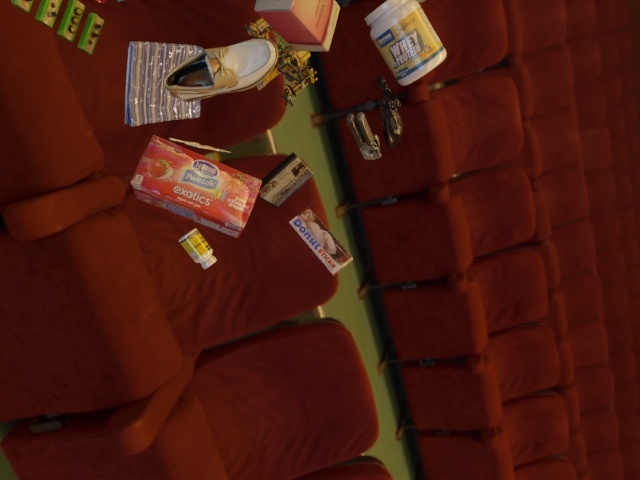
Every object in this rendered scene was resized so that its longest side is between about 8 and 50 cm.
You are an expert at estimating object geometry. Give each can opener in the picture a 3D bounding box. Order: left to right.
[{"bbox_3d":[0.178,-0.421,1.938,0.283,0.076,0.095,53,40,-55],"label":"can opener"}]

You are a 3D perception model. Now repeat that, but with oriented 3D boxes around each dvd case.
[{"bbox_3d":[-0.119,-0.190,1.592,0.022,0.180,0.253,50,5,11],"label":"dvd case"}]

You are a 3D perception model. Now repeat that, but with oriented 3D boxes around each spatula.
[{"bbox_3d":[-0.487,-0.376,1.945,0.242,0.168,0.019,-19,126,-72],"label":"spatula"}]

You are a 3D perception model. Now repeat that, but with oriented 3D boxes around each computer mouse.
[{"bbox_3d":[0.239,-0.384,1.558,0.262,0.060,0.184,72,3,-47],"label":"computer mouse"}]

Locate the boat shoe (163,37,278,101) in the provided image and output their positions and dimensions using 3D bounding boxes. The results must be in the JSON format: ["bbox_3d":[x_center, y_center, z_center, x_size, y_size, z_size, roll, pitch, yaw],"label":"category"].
[{"bbox_3d":[-0.253,-0.430,1.235,0.103,0.302,0.113,-35,105,-75],"label":"boat shoe"}]

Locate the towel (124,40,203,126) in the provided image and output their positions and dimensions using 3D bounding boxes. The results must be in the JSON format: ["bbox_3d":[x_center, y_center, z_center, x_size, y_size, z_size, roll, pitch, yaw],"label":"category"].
[{"bbox_3d":[-0.476,-0.488,1.524,0.336,0.040,0.243,-38,145,-61],"label":"towel"}]

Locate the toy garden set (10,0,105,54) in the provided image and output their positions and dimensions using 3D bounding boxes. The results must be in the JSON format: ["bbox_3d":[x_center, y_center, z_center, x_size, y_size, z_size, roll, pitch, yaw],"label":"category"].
[{"bbox_3d":[-0.669,-0.654,1.307,0.244,0.049,0.204,26,82,-66],"label":"toy garden set"}]

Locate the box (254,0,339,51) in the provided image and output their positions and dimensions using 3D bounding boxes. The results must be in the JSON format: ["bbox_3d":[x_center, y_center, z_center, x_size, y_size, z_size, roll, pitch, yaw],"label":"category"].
[{"bbox_3d":[-0.060,-0.664,1.392,0.232,0.126,0.149,16,89,-62],"label":"box"}]

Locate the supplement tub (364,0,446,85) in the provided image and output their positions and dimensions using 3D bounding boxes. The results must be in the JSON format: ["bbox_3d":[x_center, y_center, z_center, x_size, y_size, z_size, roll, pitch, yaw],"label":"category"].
[{"bbox_3d":[0.219,-0.523,1.262,0.200,0.144,0.144,53,28,-15],"label":"supplement tub"}]

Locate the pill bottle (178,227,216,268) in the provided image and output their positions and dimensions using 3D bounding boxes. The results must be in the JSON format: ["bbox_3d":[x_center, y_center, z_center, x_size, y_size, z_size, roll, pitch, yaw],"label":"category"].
[{"bbox_3d":[-0.364,0.027,1.455,0.116,0.065,0.065,54,26,-9],"label":"pill bottle"}]

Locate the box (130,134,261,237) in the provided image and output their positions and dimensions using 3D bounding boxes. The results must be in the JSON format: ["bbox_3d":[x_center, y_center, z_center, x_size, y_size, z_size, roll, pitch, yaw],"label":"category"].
[{"bbox_3d":[-0.276,-0.115,1.097,0.128,0.256,0.123,144,-34,-72],"label":"box"}]

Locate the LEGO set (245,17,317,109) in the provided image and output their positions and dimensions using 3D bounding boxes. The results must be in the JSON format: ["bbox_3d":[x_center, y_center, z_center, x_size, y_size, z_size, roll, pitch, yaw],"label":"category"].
[{"bbox_3d":[-0.194,-0.677,1.889,0.192,0.331,0.255,-44,166,-15],"label":"LEGO set"}]

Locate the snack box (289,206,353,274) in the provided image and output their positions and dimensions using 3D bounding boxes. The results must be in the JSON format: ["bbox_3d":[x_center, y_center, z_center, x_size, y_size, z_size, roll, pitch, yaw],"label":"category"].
[{"bbox_3d":[0.000,0.000,1.207,0.178,0.064,0.022,49,-4,20],"label":"snack box"}]

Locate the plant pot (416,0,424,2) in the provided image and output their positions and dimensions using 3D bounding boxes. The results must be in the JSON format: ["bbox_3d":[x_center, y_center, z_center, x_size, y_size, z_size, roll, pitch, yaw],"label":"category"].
[{"bbox_3d":[0.281,-0.903,1.518,0.252,0.247,0.248,21,40,-42],"label":"plant pot"}]
